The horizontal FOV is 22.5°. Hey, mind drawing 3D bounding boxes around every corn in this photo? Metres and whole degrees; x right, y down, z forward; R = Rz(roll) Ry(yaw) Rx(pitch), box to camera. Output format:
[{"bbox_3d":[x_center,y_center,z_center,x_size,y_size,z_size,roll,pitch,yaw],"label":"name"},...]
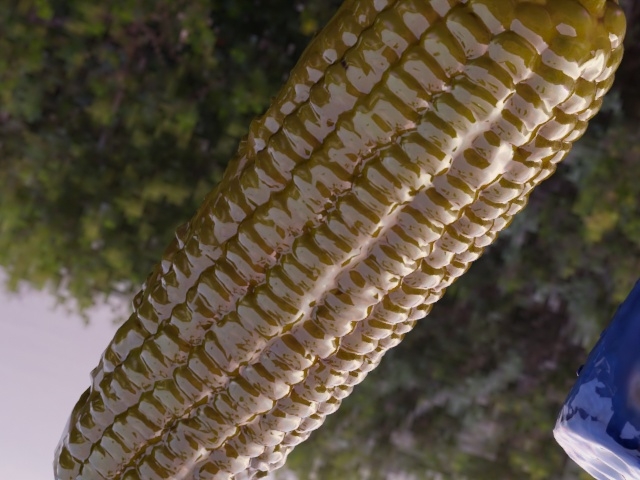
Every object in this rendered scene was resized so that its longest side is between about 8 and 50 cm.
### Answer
[{"bbox_3d":[0.000,0.000,0.716,0.120,0.363,0.120,35,-161,-14],"label":"corn"}]

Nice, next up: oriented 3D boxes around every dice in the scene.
[{"bbox_3d":[0.238,0.099,1.016,0.146,0.146,0.143,33,167,12],"label":"dice"}]
